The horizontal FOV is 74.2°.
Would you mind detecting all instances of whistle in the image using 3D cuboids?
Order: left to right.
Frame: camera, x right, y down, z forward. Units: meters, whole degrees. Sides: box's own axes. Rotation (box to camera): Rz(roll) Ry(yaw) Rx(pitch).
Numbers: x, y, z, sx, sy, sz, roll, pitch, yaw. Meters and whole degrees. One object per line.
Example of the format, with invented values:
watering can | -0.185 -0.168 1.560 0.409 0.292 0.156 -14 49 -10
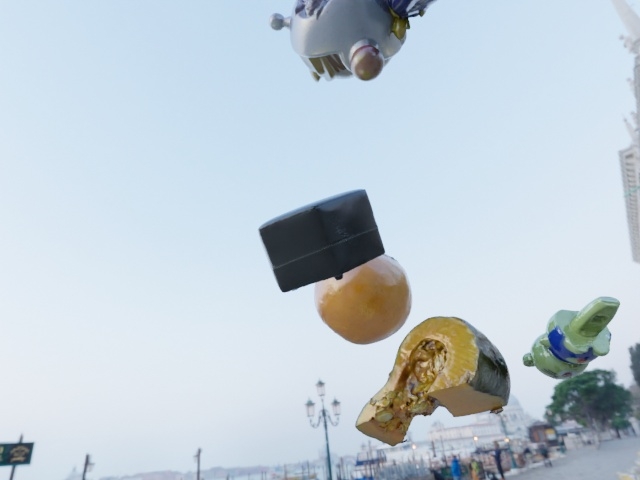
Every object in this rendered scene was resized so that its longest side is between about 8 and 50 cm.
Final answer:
whistle | 0.430 0.169 0.717 0.105 0.085 0.227 6 -42 0

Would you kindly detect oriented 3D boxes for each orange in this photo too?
orange | 0.130 0.166 1.303 0.312 0.312 0.312 -5 -28 -3

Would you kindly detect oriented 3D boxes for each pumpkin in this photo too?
pumpkin | 0.221 0.285 0.788 0.139 0.280 0.190 42 -15 -32

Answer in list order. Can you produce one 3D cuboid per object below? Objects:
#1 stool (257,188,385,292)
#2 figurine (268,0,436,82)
stool | 0.000 0.000 0.794 0.232 0.141 0.232 -21 2 1
figurine | 0.076 -0.273 0.489 0.274 0.194 0.133 5 -32 49
